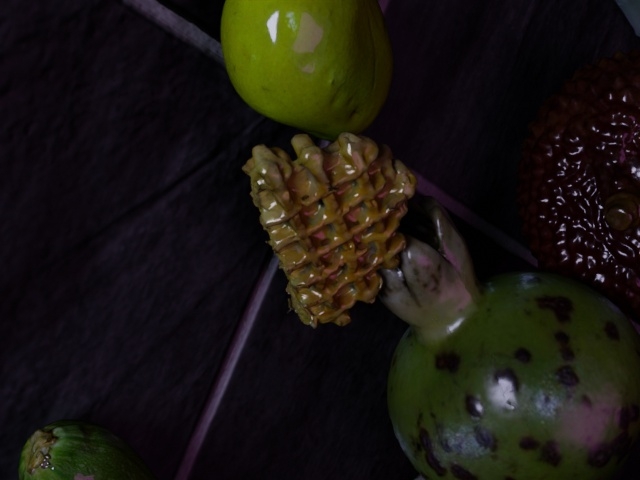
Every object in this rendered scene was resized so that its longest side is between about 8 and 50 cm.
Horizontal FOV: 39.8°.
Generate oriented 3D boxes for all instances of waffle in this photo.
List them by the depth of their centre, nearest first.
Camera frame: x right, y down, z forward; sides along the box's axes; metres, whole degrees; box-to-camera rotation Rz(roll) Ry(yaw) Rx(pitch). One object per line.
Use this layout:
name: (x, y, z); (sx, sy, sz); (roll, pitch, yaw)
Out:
waffle: (0.000, 0.000, 0.667); (0.161, 0.046, 0.192); (-8, 135, -34)

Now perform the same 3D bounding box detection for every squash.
squash: (-0.139, 0.198, 0.615); (0.077, 0.068, 0.219); (-56, 142, -40)

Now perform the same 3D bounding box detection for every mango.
mango: (-0.005, -0.135, 0.613); (0.163, 0.089, 0.117); (12, 92, -63)

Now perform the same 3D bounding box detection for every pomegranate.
pomegranate: (0.168, 0.101, 0.798); (0.242, 0.242, 0.306); (-38, 127, -33)

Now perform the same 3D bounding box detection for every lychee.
lychee: (0.334, -0.054, 0.892); (0.304, 0.276, 0.275); (-23, 124, -60)

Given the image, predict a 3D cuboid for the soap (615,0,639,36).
soap: (0.372, -0.327, 0.954); (0.230, 0.091, 0.145); (23, 88, -52)

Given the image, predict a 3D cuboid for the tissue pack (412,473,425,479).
tissue pack: (0.130, 0.294, 0.999); (0.063, 0.035, 0.083); (-22, 121, -42)
